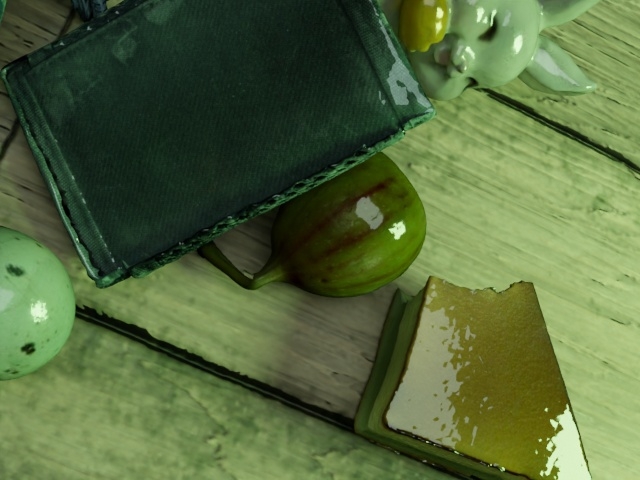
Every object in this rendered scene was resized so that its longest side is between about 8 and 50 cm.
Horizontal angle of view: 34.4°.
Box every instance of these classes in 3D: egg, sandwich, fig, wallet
[{"bbox_3d":[-0.286,0.046,0.873,0.164,0.131,0.131,30,68,15],"label":"egg"},{"bbox_3d":[0.167,0.136,1.004,0.220,0.108,0.186,23,72,-10],"label":"sandwich"},{"bbox_3d":[0.008,-0.006,0.966,0.186,0.142,0.148,-39,89,-23],"label":"fig"},{"bbox_3d":[-0.096,-0.129,0.938,0.342,0.075,0.237,-28,80,7],"label":"wallet"}]

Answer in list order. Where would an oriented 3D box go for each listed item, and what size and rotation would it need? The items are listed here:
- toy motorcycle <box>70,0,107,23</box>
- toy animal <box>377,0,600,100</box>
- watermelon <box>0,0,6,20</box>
[{"bbox_3d":[-0.246,-0.323,0.961,0.092,0.135,0.254,-21,85,-22],"label":"toy motorcycle"},{"bbox_3d":[0.131,-0.241,1.035,0.325,0.208,0.154,2,36,-8],"label":"toy animal"},{"bbox_3d":[-0.312,-0.227,0.880,0.128,0.231,0.146,-6,91,-30],"label":"watermelon"}]
